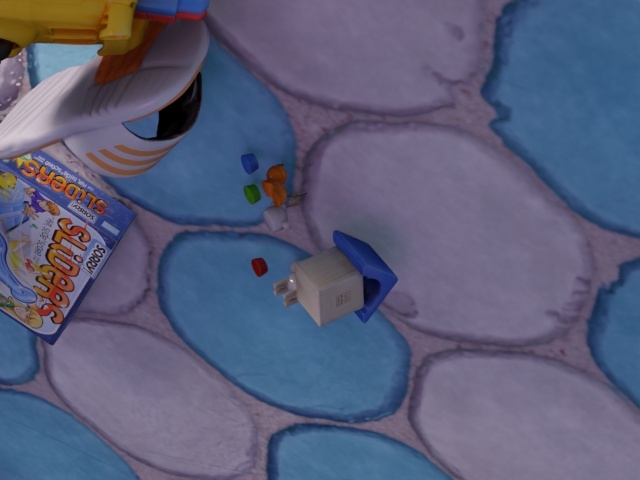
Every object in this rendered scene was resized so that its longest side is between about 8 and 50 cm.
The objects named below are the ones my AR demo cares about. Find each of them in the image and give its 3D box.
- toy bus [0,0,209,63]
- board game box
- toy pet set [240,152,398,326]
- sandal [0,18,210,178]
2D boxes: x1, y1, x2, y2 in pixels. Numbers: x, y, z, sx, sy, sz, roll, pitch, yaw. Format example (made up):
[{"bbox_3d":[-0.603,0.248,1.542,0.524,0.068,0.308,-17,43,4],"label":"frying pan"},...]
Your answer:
[{"bbox_3d":[-0.156,-0.177,1.116,0.211,0.149,0.220,6,178,-9],"label":"toy bus"},{"bbox_3d":[-0.244,-0.002,1.473,0.136,0.035,0.201,33,144,-4],"label":"board game box"},{"bbox_3d":[0.000,0.000,1.307,0.114,0.065,0.122,49,155,38],"label":"toy pet set"},{"bbox_3d":[-0.142,-0.089,1.258,0.076,0.102,0.265,46,150,-22],"label":"sandal"}]
